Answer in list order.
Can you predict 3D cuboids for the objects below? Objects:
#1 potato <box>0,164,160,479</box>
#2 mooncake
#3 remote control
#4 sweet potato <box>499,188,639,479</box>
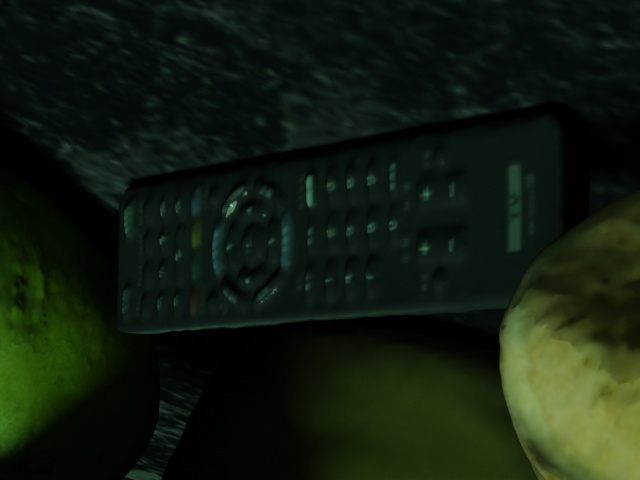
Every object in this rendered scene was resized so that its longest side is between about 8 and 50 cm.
[{"bbox_3d":[-0.179,0.045,0.779,0.253,0.186,0.148,25,-155,-35],"label":"potato"},{"bbox_3d":[0.049,0.128,0.822,0.235,0.117,0.235,23,159,9],"label":"mooncake"},{"bbox_3d":[0.000,0.000,0.665,0.025,0.063,0.245,12,169,-38],"label":"remote control"},{"bbox_3d":[0.184,0.096,0.623,0.131,0.131,0.336,5,157,37],"label":"sweet potato"}]
